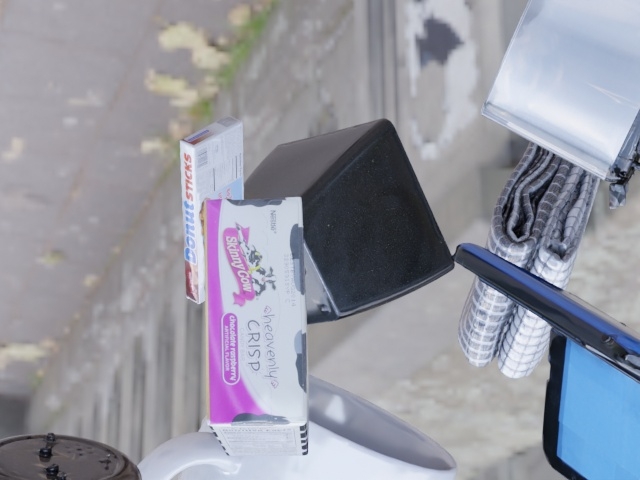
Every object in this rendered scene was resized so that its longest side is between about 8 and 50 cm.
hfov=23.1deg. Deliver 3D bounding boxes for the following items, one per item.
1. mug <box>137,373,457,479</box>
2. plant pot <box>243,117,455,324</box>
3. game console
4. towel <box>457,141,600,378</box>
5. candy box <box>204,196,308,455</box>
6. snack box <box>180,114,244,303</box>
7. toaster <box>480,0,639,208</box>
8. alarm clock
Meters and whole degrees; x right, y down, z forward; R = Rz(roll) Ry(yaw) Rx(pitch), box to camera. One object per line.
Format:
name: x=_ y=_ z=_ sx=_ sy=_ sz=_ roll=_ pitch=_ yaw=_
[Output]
mug: x=-0.074 y=0.322 z=1.689 sx=0.374 sy=0.328 sz=0.276 roll=21 pitch=-173 yaw=-43
plant pot: x=0.000 y=0.000 z=1.704 sx=0.187 sy=0.188 sz=0.167 roll=-10 pitch=-159 yaw=46
game console: x=0.245 y=0.156 z=1.434 sx=0.250 sy=0.173 sz=0.293 roll=26 pitch=-175 yaw=-33
towel: x=0.263 y=-0.003 z=1.947 sx=0.121 sy=0.283 sz=0.235 roll=18 pitch=135 yaw=8
candy box: x=-0.045 y=0.072 z=1.157 sx=0.071 sy=0.159 sz=0.233 roll=-1 pitch=166 yaw=-1
snack box: x=-0.100 y=-0.027 z=1.469 sx=0.022 sy=0.064 sz=0.178 roll=27 pitch=133 yaw=32
toaster: x=0.194 y=-0.136 z=1.021 sx=0.110 sy=0.168 sz=0.186 roll=26 pitch=-158 yaw=10
alarm clock: x=-0.178 y=0.186 z=1.157 sx=0.192 sy=0.064 sz=0.129 roll=6 pitch=-168 yaw=-19
